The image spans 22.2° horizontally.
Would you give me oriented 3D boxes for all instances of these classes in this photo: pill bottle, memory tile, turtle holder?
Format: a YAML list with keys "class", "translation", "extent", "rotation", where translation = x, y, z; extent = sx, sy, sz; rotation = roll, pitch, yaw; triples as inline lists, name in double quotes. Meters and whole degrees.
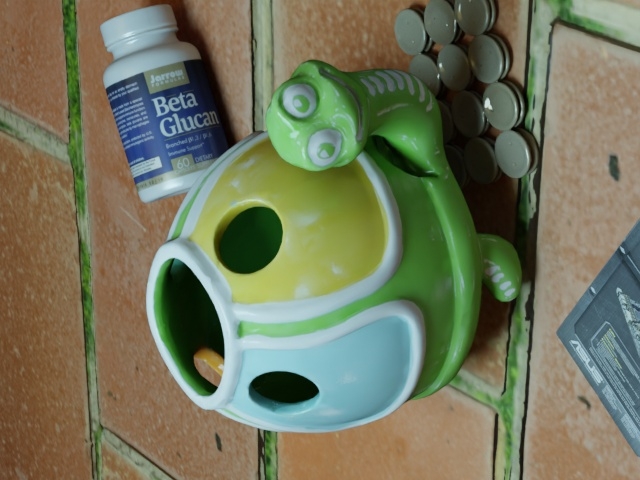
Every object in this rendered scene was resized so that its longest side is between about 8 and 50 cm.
- class: "pill bottle"
  translation: [-0.146, -0.127, 1.506]
  extent: [0.094, 0.094, 0.169]
  rotation: [-16, 92, 55]
- class: "memory tile"
  translation: [0.110, -0.114, 1.234]
  extent: [0.113, 0.012, 0.148]
  rotation: [-12, 94, 55]
- class: "turtle holder"
  translation: [0.005, 0.019, 1.231]
  extent: [0.320, 0.227, 0.243]
  rotation: [-35, 77, 60]

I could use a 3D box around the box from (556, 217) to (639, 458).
- class: "box"
  translation: [0.261, 0.104, 1.055]
  extent: [0.231, 0.056, 0.183]
  rotation: [58, 155, 20]
